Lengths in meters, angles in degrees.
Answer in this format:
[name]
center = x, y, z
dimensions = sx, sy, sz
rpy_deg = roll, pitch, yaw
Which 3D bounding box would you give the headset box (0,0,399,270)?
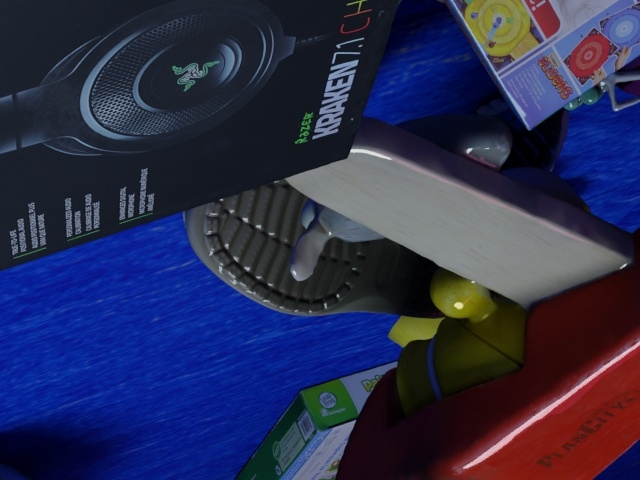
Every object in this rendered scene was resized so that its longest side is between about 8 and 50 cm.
[headset box]
center = -0.121, -0.105, 0.617
dimensions = 0.283, 0.131, 0.246
rpy_deg = -18, 157, -18

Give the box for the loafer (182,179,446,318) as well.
[loafer]
center = 0.000, 0.000, 1.043
dimensions = 0.268, 0.092, 0.102
rpy_deg = 17, 94, -43

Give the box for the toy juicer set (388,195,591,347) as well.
[toy juicer set]
center = 0.153, 0.033, 1.342
dimensions = 0.209, 0.089, 0.329
rpy_deg = -47, 168, -2

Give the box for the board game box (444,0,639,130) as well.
[board game box]
center = 0.107, -0.167, 0.704
dimensions = 0.136, 0.035, 0.201
rpy_deg = -33, 123, 5

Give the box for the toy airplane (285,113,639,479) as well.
[toy airplane]
center = 0.173, 0.034, 0.958
dimensions = 0.384, 0.272, 0.386
rpy_deg = -12, 133, -3

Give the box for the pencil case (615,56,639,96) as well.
[pencil case]
center = 0.249, -0.172, 0.930
dimensions = 0.095, 0.098, 0.209
rpy_deg = -5, 152, -20

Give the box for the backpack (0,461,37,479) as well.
[backpack]
center = -0.273, 0.311, 1.236
dimensions = 0.213, 0.276, 0.263
rpy_deg = -61, 157, -1

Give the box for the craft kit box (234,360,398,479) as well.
[craft kit box]
center = 0.052, 0.209, 1.643
dimensions = 0.246, 0.061, 0.250
rpy_deg = -11, 154, -29

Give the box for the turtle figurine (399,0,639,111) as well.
[turtle figurine]
center = 0.141, -0.161, 0.801
dimensions = 0.234, 0.118, 0.175
rpy_deg = -1, 120, -22

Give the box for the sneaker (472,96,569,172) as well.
[sneaker]
center = 0.151, -0.065, 1.128
dimensions = 0.083, 0.071, 0.191
rpy_deg = -31, 165, -28
